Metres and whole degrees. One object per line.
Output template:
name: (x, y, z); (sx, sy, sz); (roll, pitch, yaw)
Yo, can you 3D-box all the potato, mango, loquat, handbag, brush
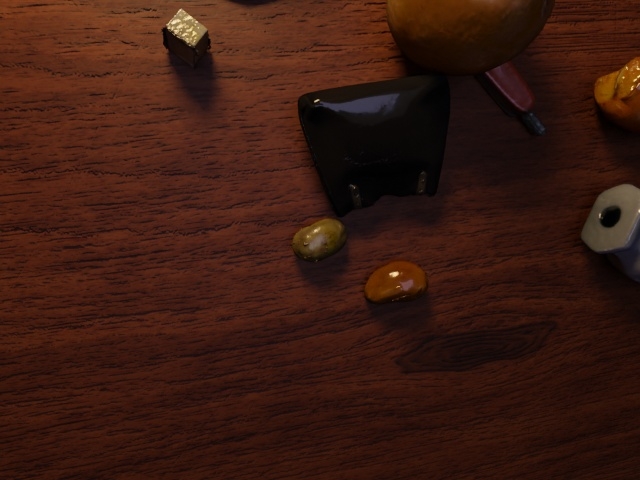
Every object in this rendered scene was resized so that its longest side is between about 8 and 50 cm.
potato: (-0.267, -0.405, 0.866); (0.086, 0.122, 0.061); (33, 85, -16)
mango: (0.187, 0.106, 1.061); (0.159, 0.084, 0.105); (-14, 96, -9)
loquat: (0.294, -0.496, 0.863); (0.329, 0.328, 0.328); (-2, 100, -11)
mango: (0.855, -0.371, 1.076); (0.350, 0.201, 0.199); (0, 136, -19)
handbag: (0.133, -0.211, 0.971); (0.343, 0.152, 0.287); (-12, 113, -6)
potato: (0.000, 0.000, 1.011); (0.138, 0.070, 0.091); (-24, 104, -7)
brush: (0.455, -0.379, 1.049); (0.323, 0.051, 0.070); (43, 87, -15)

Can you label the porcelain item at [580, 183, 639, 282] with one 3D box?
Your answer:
porcelain item: (0.914, 0.008, 1.142); (0.405, 0.178, 0.242); (20, 94, -16)
